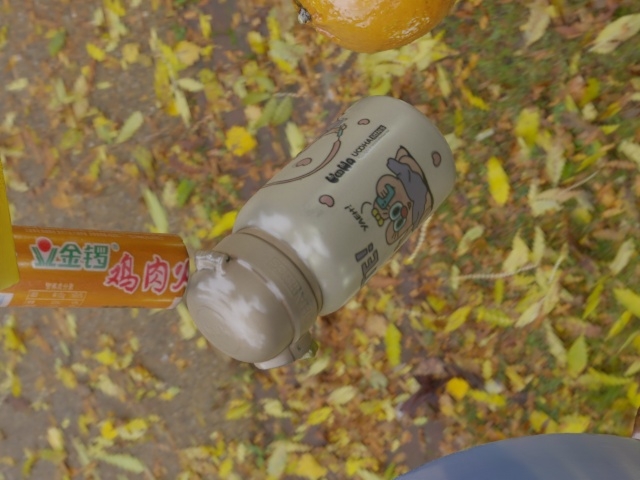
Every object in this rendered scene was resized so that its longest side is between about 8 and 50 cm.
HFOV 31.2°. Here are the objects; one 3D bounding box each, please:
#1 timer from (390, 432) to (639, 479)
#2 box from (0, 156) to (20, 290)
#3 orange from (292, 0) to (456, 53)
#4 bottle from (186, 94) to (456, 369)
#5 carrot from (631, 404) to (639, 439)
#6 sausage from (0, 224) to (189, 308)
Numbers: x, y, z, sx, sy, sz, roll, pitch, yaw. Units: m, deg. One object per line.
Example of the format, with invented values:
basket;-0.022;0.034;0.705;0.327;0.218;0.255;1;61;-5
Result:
timer;0.126;0.260;0.471;0.395;0.173;0.394;-1;96;-10
box;-0.206;0.012;0.361;0.033;0.247;0.129;30;133;39
orange;0.036;-0.254;1.001;0.161;0.193;0.193;-34;87;0
bottle;0.000;0.000;0.782;0.097;0.209;0.110;6;133;47
carrot;0.261;0.116;0.588;0.193;0.087;0.087;-8;102;27
sausage;-0.230;0.022;0.966;0.071;0.234;0.071;-6;83;57
